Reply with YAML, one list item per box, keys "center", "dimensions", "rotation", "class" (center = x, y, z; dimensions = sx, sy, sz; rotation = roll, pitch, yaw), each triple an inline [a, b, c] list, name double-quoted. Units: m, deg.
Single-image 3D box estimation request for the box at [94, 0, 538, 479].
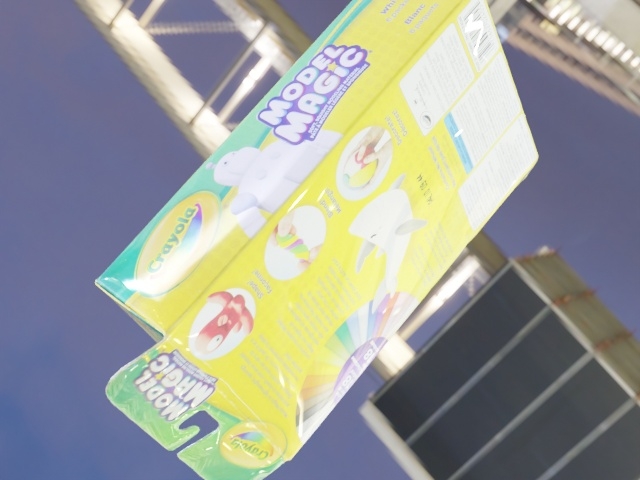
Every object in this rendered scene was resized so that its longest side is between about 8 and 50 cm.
- center: [0.000, 0.000, 0.396]
  dimensions: [0.043, 0.179, 0.105]
  rotation: [30, 163, 36]
  class: "box"
